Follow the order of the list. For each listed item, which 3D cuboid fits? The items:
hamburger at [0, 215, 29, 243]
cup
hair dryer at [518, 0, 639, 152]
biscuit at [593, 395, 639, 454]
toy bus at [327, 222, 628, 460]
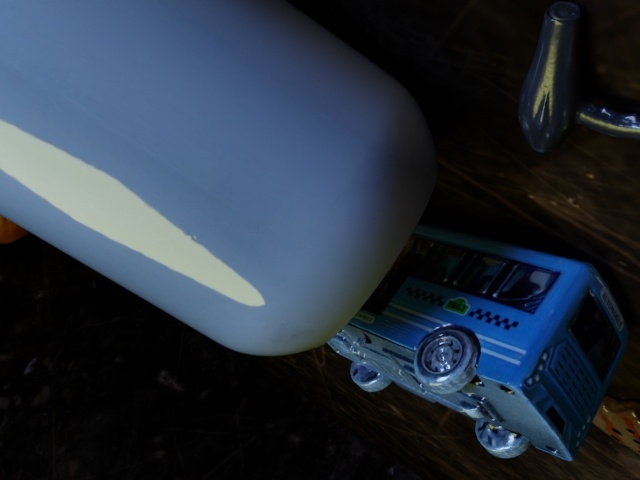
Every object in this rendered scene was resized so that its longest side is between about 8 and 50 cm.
[{"bbox_3d":[-0.493,-0.149,1.024,0.291,0.225,0.291,34,-168,-9],"label":"hamburger"},{"bbox_3d":[-0.098,-0.073,0.432,0.312,0.205,0.205,34,165,-7],"label":"cup"},{"bbox_3d":[0.134,-0.066,0.323,0.083,0.031,0.079,18,148,20],"label":"hair dryer"},{"bbox_3d":[0.289,0.175,0.627,0.130,0.019,0.119,21,156,49],"label":"biscuit"},{"bbox_3d":[0.092,0.060,0.542,0.246,0.134,0.113,17,155,50],"label":"toy bus"}]
